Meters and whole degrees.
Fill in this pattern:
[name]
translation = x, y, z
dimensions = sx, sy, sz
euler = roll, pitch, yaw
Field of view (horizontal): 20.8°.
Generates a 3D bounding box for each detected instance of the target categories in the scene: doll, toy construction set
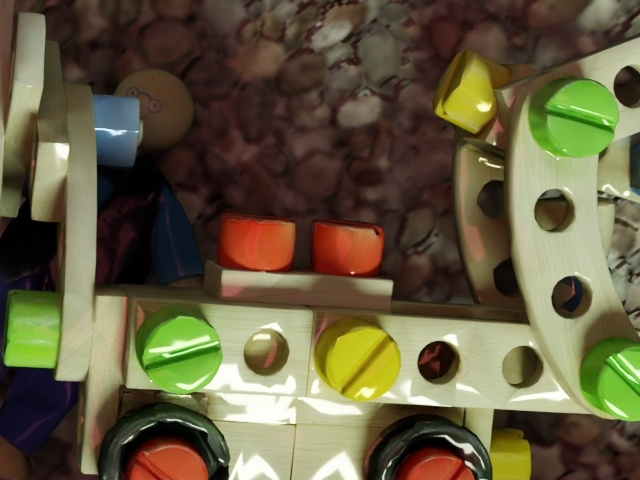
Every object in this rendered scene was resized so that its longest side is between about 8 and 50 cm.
[doll]
translation = -0.107, 0.011, 0.774
dimensions = 0.129, 0.046, 0.189
euler = 26, 87, 20
[toy construction set]
translation = 0.000, 0.000, 0.678
dimensions = 0.327, 0.151, 0.215
euler = 6, 96, 1
